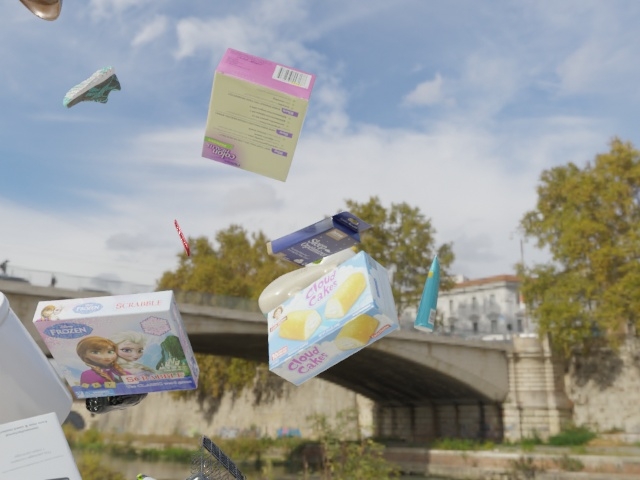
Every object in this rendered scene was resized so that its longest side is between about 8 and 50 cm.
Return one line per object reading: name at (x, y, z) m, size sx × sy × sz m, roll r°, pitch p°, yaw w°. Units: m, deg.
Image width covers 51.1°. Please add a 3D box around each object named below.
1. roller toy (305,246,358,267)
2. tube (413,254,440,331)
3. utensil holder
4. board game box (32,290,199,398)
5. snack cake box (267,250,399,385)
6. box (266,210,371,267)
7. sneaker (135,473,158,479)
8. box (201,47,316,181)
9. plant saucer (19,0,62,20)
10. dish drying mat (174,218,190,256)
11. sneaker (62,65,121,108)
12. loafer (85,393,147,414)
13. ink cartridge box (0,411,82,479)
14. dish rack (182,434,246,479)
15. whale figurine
roller toy at (0.060, 0.076, 2.047) m, size 0.191 × 0.146 × 0.209 m, roll 43°, pitch 1°, yaw 15°
tube at (0.305, 0.147, 1.851) m, size 0.052 × 0.207 × 0.080 m, roll 11°, pitch -18°, yaw 15°
utensil holder at (-0.935, 0.392, 1.890) m, size 0.327 × 0.328 × 0.386 m, roll -9°, pitch -60°, yaw 31°
board game box at (-0.485, 0.262, 1.638) m, size 0.318 × 0.066 × 0.318 m, roll -6°, pitch -47°, yaw 1°
snack cake box at (0.018, 0.157, 1.339) m, size 0.264 × 0.152 × 0.089 m, roll -35°, pitch -51°, yaw 23°
box at (0.000, 0.000, 1.614) m, size 0.225 × 0.037 × 0.136 m, roll -24°, pitch -27°, yaw 25°
sneaker at (-0.461, 0.742, 1.894) m, size 0.097 × 0.235 × 0.084 m, roll 20°, pitch 41°, yaw 40°
box at (-0.146, -0.288, 1.558) m, size 0.213 × 0.117 × 0.243 m, roll 16°, pitch -48°, yaw -3°
plant saucer at (-0.579, -0.537, 1.333) m, size 0.198 × 0.036 × 0.199 m, roll 30°, pitch -31°, yaw 20°
dish drying mat at (-0.295, -0.006, 1.424) m, size 0.008 × 0.083 × 0.032 m, roll -21°, pitch -33°, yaw -17°
sneaker at (-0.590, -0.384, 1.747) m, size 0.065 × 0.166 × 0.076 m, roll 21°, pitch -35°, yaw 50°
loafer at (-0.566, 0.438, 1.847) m, size 0.223 × 0.076 × 0.078 m, roll -18°, pitch -22°, yaw 35°
ink cartridge box at (-0.441, 0.463, 1.028) m, size 0.129 × 0.307 × 0.223 m, roll -5°, pitch -41°, yaw -44°
dish rack at (-0.287, 0.668, 1.858) m, size 0.074 × 0.208 × 0.271 m, roll -38°, pitch 14°, yaw 1°
whale figurine at (-0.036, 0.152, 1.885) m, size 0.272 × 0.141 × 0.216 m, roll -27°, pitch 10°, yaw 7°
